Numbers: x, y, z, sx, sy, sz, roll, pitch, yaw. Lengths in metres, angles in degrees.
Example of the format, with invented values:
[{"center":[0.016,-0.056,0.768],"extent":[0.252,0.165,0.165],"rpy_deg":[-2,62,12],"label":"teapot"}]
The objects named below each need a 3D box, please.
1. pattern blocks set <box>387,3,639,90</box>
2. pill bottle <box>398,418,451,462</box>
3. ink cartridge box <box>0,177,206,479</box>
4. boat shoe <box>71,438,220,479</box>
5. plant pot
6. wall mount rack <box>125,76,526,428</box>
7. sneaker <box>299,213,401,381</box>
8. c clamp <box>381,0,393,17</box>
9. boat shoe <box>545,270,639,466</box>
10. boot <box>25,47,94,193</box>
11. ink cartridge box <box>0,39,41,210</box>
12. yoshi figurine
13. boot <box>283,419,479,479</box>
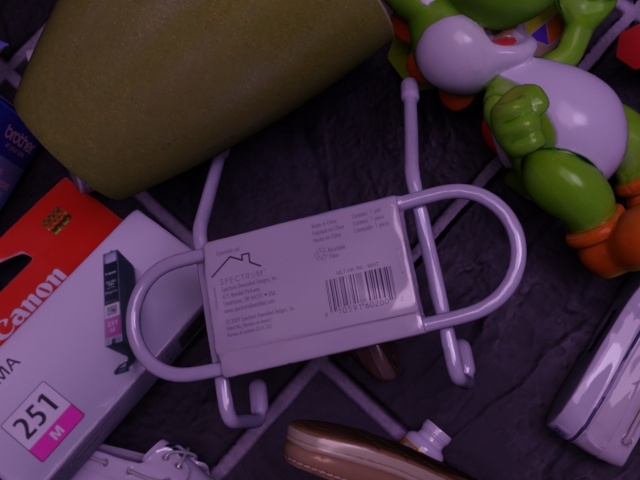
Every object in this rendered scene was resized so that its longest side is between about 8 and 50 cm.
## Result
[{"center":[0.188,-0.255,0.805],"extent":[0.285,0.026,0.325],"rpy_deg":[-30,97,27],"label":"pattern blocks set"},{"center":[0.086,0.210,0.764],"extent":[0.043,0.043,0.083],"rpy_deg":[39,83,14],"label":"pill bottle"},{"center":[-0.266,0.076,0.799],"extent":[0.239,0.060,0.275],"rpy_deg":[35,67,13],"label":"ink cartridge box"},{"center":[-0.151,0.228,0.768],"extent":[0.226,0.083,0.075],"rpy_deg":[3,78,8],"label":"boat shoe"},{"center":[-0.131,-0.185,0.752],"extent":[0.293,0.275,0.275],"rpy_deg":[-44,75,4],"label":"plant pot"},{"center":[0.000,0.000,0.728],"extent":[0.350,0.130,0.304],"rpy_deg":[-13,76,14],"label":"wall mount rack"},{"center":[0.011,0.067,0.808],"extent":[0.071,0.066,0.188],"rpy_deg":[-35,69,15],"label":"sneaker"},{"center":[0.149,-0.259,0.881],"extent":[0.161,0.022,0.137],"rpy_deg":[-29,75,-1],"label":"c clamp"},{"center":[0.314,0.082,0.743],"extent":[0.088,0.096,0.267],"rpy_deg":[33,84,9],"label":"boat shoe"},{"center":[-0.255,-0.140,0.889],"extent":[0.086,0.069,0.190],"rpy_deg":[-21,71,-20],"label":"boot"},{"center":[-0.486,-0.077,0.848],"extent":[0.270,0.151,0.395],"rpy_deg":[27,83,12],"label":"ink cartridge box"},{"center":[0.208,-0.156,0.723],"extent":[0.203,0.203,0.362],"rpy_deg":[-44,87,12],"label":"yoshi figurine"},{"center":[0.050,0.279,0.686],"extent":[0.262,0.095,0.203],"rpy_deg":[29,83,-25],"label":"boot"}]
